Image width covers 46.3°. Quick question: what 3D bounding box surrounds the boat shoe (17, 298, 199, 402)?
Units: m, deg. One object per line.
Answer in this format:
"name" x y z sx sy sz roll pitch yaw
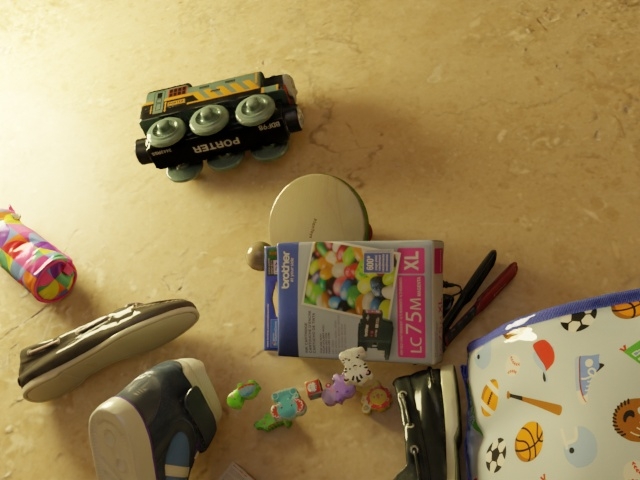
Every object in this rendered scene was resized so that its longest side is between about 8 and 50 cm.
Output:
"boat shoe" -0.372 0.163 1.279 0.335 0.112 0.095 -27 62 4

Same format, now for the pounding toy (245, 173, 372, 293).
"pounding toy" 0.000 0.000 1.289 0.183 0.110 0.237 47 111 20

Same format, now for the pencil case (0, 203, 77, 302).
"pencil case" -0.563 0.022 1.421 0.236 0.104 0.104 35 75 27

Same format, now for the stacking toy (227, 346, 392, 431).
"stacking toy" -0.012 0.235 1.104 0.221 0.167 0.052 -17 58 5

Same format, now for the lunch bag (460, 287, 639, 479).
"lunch bag" 0.363 0.252 0.944 0.385 0.239 0.328 -20 56 35

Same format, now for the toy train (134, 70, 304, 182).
"toy train" -0.197 -0.234 1.446 0.334 0.142 0.190 -12 49 9

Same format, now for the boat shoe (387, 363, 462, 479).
"boat shoe" 0.138 0.332 1.032 0.113 0.127 0.340 -4 59 15

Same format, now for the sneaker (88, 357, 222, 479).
"sneaker" -0.217 0.339 1.130 0.130 0.323 0.236 5 17 31

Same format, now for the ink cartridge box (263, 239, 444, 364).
"ink cartridge box" 0.036 0.093 1.172 0.311 0.065 0.186 -1 88 27

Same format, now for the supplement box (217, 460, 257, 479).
"supplement box" -0.137 0.393 1.125 0.062 0.036 0.098 33 74 29

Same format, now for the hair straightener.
"hair straightener" 0.211 0.102 1.196 0.089 0.047 0.230 37 81 30
